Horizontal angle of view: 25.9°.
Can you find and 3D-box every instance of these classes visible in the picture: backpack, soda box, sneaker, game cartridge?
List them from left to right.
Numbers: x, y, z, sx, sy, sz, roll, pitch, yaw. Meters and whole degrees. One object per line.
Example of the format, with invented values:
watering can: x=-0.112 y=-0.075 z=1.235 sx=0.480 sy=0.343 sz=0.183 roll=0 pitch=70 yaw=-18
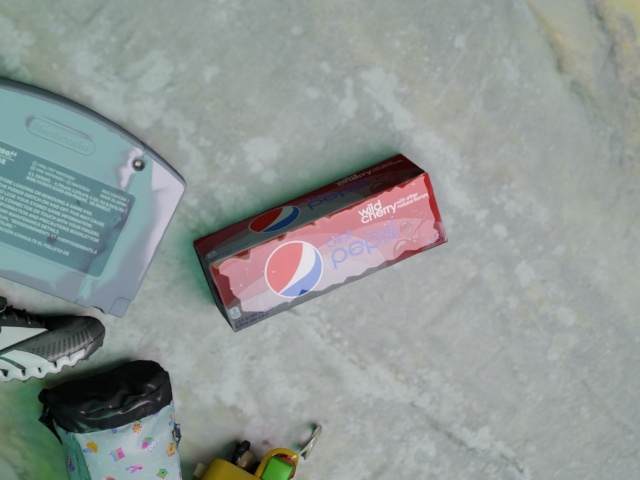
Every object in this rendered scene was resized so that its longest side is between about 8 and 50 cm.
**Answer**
sneaker: x=-0.344 y=0.094 z=1.459 sx=0.234 sy=0.078 sz=0.106 roll=-9 pitch=112 yaw=-13
game cartridge: x=-0.298 y=-0.055 z=1.440 sx=0.294 sy=0.060 sz=0.196 roll=23 pitch=103 yaw=-23
backpack: x=-0.220 y=0.238 z=1.527 sx=0.151 sy=0.115 sz=0.182 roll=-13 pitch=114 yaw=-16
soda box: x=0.000 y=0.000 z=1.536 sx=0.263 sy=0.083 sz=0.092 roll=-23 pitch=114 yaw=-10

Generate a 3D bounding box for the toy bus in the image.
toy bus: x=-0.100 y=0.294 z=1.586 sx=0.104 sy=0.202 sz=0.191 roll=27 pitch=107 yaw=7
